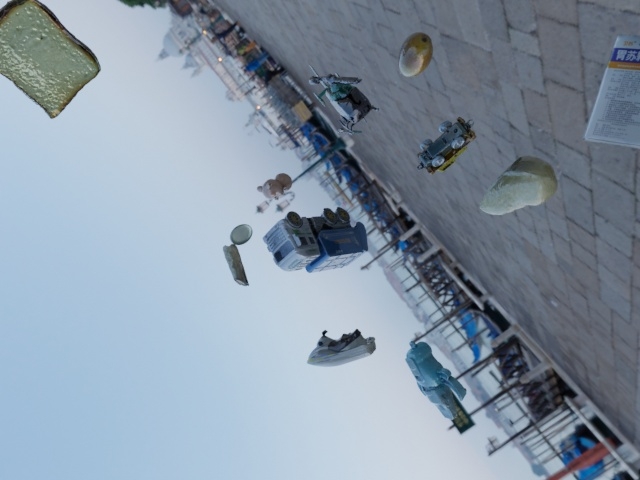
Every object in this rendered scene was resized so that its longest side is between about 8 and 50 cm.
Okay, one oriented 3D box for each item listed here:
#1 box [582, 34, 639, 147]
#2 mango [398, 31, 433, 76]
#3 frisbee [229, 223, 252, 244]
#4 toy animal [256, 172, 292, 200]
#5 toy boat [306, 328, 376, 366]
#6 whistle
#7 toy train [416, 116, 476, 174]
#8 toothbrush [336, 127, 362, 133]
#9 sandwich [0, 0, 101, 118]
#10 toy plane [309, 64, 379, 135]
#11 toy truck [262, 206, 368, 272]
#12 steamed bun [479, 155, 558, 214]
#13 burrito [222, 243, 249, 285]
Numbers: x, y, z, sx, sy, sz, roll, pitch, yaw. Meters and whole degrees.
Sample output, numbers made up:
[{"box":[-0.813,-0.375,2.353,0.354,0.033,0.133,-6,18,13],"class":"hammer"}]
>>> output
[{"box":[0.936,-0.432,1.226,0.200,0.300,0.106,18,-164,26],"class":"box"},{"box":[0.439,-0.872,1.971,0.146,0.193,0.316,14,-172,-4],"class":"mango"},{"box":[-0.354,-0.027,1.853,0.014,0.110,0.110,43,178,39],"class":"frisbee"},{"box":[-0.152,-0.190,1.444,0.089,0.083,0.150,45,-140,7],"class":"toy animal"},{"box":[0.069,0.401,1.558,0.141,0.269,0.141,-8,-90,-71],"class":"toy boat"},{"box":[0.353,0.441,1.318,0.274,0.093,0.186,62,150,-1],"class":"whistle"},{"box":[0.400,-0.294,1.310,0.127,0.219,0.089,5,-130,-50],"class":"toy train"},{"box":[0.090,-0.324,1.230,0.011,0.014,0.167,57,-149,6],"class":"toothbrush"},{"box":[-0.922,-0.604,1.361,0.099,0.271,0.301,34,170,39],"class":"sandwich"},{"box":[0.057,-0.420,1.191,0.155,0.106,0.382,46,-171,-32],"class":"toy plane"},{"box":[0.000,0.000,1.357,0.367,0.146,0.175,-6,-117,-43],"class":"toy truck"},{"box":[0.600,-0.179,1.232,0.110,0.231,0.212,44,177,-13],"class":"steamed bun"},{"box":[-0.260,0.080,1.278,0.055,0.041,0.149,-32,-71,-58],"class":"burrito"}]
